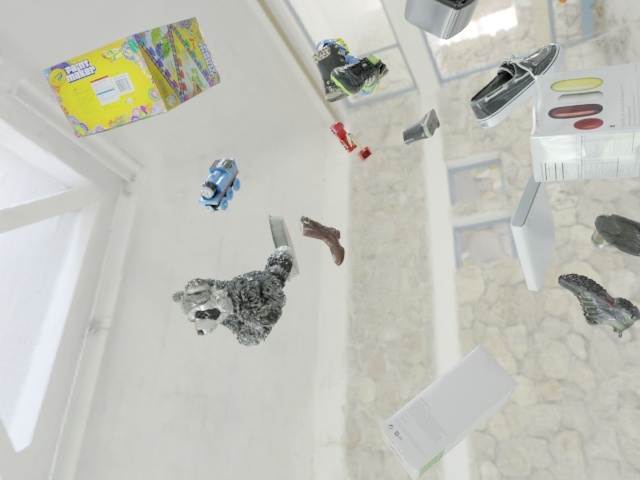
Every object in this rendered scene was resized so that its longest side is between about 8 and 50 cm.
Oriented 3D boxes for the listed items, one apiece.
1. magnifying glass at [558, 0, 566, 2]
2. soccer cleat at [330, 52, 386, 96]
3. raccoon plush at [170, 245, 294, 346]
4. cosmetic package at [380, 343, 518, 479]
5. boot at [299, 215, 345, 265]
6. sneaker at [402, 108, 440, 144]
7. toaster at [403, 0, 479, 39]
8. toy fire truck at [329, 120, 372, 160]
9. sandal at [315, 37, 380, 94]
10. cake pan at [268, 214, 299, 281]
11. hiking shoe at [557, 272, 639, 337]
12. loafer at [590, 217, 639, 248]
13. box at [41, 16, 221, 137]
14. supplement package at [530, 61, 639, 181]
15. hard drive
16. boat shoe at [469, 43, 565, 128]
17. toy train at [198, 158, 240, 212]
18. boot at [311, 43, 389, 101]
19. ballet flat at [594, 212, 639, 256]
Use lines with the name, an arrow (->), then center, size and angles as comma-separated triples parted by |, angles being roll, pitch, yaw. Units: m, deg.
magnifying glass -> 0.610, -0.640, 1.152 | 0.231, 0.026, 0.092 | -57, -10, 5
soccer cleat -> 0.070, -0.306, 0.934 | 0.060, 0.072, 0.179 | 45, -151, 3
raccoon plush -> -0.279, 0.136, 1.642 | 0.299, 0.216, 0.446 | 33, -149, -17
cosmetic package -> 0.354, 0.481, 1.440 | 0.155, 0.365, 0.197 | 49, 167, 30
boot -> 0.000, 0.000, 1.171 | 0.114, 0.037, 0.106 | 22, -137, -36
sneaker -> 0.402, -0.459, 2.064 | 0.083, 0.118, 0.222 | 63, -146, -17
toaster -> 0.351, -0.667, 1.447 | 0.168, 0.185, 0.110 | -44, -20, -34
toy fire truck -> 0.122, -0.415, 2.132 | 0.192, 0.047, 0.135 | 51, 172, -12
sandal -> 0.088, -0.637, 1.878 | 0.138, 0.126, 0.317 | -10, -133, -49
cake pan -> -0.148, 0.026, 2.122 | 0.293, 0.054, 0.293 | -17, -90, -89
hiking shoe -> 0.763, 0.184, 1.446 | 0.086, 0.227, 0.114 | -26, -36, -50
loafer -> 1.054, -0.022, 1.730 | 0.094, 0.251, 0.087 | -75, -27, -43
box -> -0.458, -0.410, 1.289 | 0.279, 0.290, 0.177 | -60, -44, -56
supplement package -> 0.568, -0.249, 1.103 | 0.149, 0.203, 0.194 | 55, -137, -48
hard drive -> 0.628, -0.020, 1.503 | 0.203, 0.040, 0.307 | -59, -42, -25
boat shoe -> 0.515, -0.436, 1.364 | 0.105, 0.306, 0.113 | 49, 179, -24
toy train -> -0.306, -0.166, 1.554 | 0.184, 0.080, 0.105 | -67, -28, -44
boot -> 0.096, -0.596, 1.753 | 0.178, 0.236, 0.085 | 68, -162, -2
ballet flat -> 0.561, 0.001, 0.885 | 0.049, 0.173, 0.057 | -32, -38, -42
